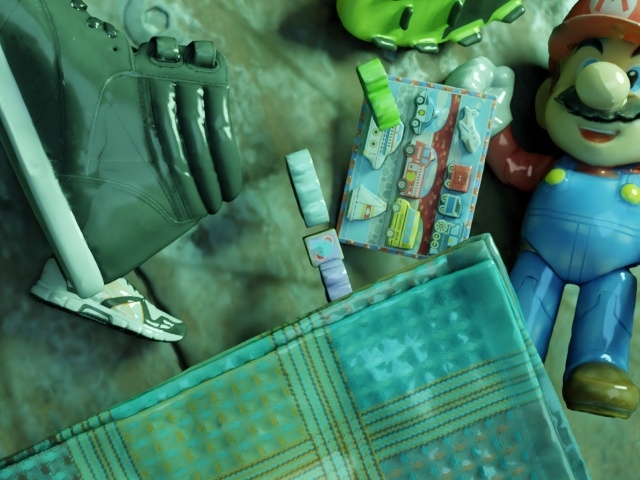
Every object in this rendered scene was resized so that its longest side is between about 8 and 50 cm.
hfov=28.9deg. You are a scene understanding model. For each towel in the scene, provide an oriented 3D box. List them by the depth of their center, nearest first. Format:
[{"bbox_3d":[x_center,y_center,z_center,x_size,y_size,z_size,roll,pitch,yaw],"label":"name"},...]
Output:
[{"bbox_3d":[0.000,0.191,0.822,0.370,0.040,0.271,-24,95,-4],"label":"towel"}]

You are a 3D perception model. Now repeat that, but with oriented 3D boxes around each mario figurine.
[{"bbox_3d":[0.190,-0.040,0.905,0.198,0.170,0.320,15,83,-19],"label":"mario figurine"}]

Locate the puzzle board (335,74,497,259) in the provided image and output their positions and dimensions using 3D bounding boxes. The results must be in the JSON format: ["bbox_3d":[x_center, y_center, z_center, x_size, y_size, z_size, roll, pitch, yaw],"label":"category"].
[{"bbox_3d":[0.069,-0.052,0.902,0.096,0.011,0.128,12,91,10],"label":"puzzle board"}]

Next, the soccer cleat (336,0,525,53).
[{"bbox_3d":[0.128,-0.233,0.948,0.289,0.093,0.121,-25,66,-17],"label":"soccer cleat"}]

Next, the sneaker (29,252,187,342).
[{"bbox_3d":[-0.137,0.038,0.833,0.109,0.040,0.043,24,76,-20],"label":"sneaker"}]

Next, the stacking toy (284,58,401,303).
[{"bbox_3d":[0.000,0.000,0.858,0.167,0.052,0.221,-20,94,-4],"label":"stacking toy"}]

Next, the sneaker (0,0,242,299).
[{"bbox_3d":[-0.148,-0.125,0.791,0.147,0.104,0.295,-24,93,-15],"label":"sneaker"}]
